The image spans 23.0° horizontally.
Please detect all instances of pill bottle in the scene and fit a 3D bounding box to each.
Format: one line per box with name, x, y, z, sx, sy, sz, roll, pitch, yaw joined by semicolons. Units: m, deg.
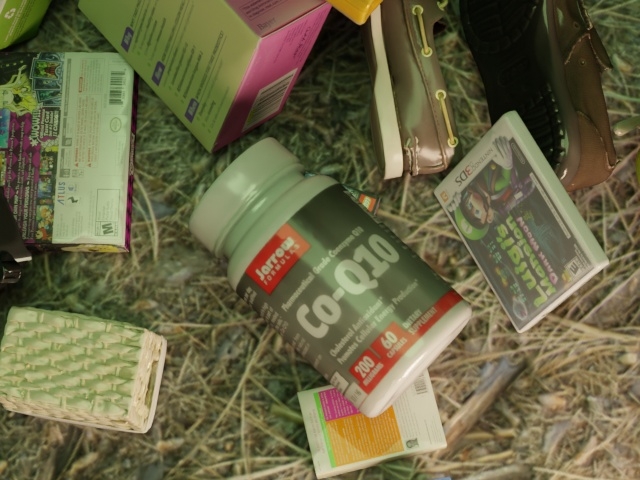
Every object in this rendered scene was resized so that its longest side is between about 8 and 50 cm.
pill bottle;0.006;0.035;1.646;0.283;0.161;0.161;43;81;9

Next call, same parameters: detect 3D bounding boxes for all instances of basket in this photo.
basket;-0.260;0.136;1.689;0.167;0.103;0.113;9;77;4

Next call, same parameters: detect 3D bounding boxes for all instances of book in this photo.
book;0.055;0.193;1.700;0.144;0.035;0.096;-13;72;-1

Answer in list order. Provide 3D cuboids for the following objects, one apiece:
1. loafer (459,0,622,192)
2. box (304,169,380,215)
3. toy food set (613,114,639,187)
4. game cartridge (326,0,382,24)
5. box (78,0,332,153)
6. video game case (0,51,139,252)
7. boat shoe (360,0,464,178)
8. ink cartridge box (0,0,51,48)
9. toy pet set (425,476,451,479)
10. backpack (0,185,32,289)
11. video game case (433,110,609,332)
loafer;0.250;-0.210;1.765;0.130;0.134;0.366;13;65;-39
box;0.000;0.000;1.753;0.094;0.027;0.137;20;77;6
toy food set;0.409;-0.059;1.697;0.128;0.071;0.218;-8;71;-47
game cartridge;0.001;-0.424;1.652;0.323;0.053;0.285;37;72;5
box;-0.130;-0.261;1.717;0.117;0.213;0.243;-35;75;-33
video game case;-0.316;-0.101;1.783;0.210;0.042;0.232;0;76;2
boat shoe;0.096;-0.232;1.767;0.096;0.116;0.324;-6;79;-4
ink cartridge box;-0.369;-0.366;1.747;0.189;0.255;0.097;43;40;11
toy pet set;0.131;0.308;1.650;0.122;0.065;0.114;-14;76;-2
backpack;-0.462;0.032;1.647;0.253;0.225;0.191;-41;73;33
video game case;0.210;-0.017;1.681;0.022;0.173;0.190;-22;74;-32
